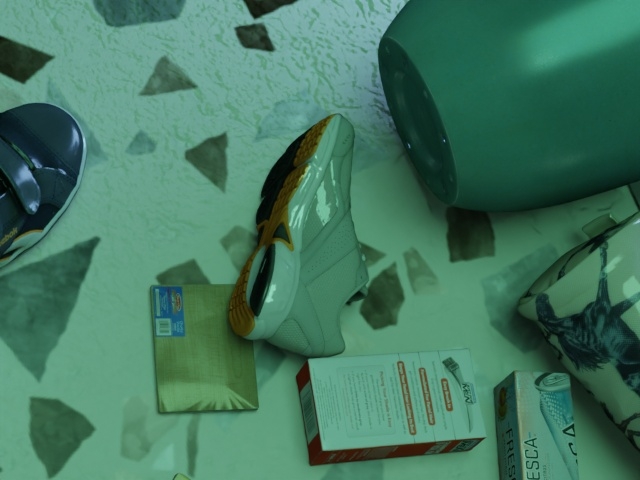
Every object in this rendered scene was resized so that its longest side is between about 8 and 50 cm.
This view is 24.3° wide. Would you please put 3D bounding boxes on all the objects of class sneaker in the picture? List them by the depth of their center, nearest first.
[{"bbox_3d":[-0.326,-0.030,1.349,0.126,0.127,0.321,39,60,4],"label":"sneaker"},{"bbox_3d":[0.000,0.000,1.463,0.121,0.099,0.262,29,62,-21],"label":"sneaker"}]

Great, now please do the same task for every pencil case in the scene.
[{"bbox_3d":[0.374,0.154,1.460,0.410,0.160,0.183,50,31,9],"label":"pencil case"}]

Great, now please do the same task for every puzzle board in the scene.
[{"bbox_3d":[-0.112,0.102,1.418,0.096,0.011,0.128,0,66,-16],"label":"puzzle board"}]

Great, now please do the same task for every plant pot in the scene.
[{"bbox_3d":[0.199,-0.161,1.485,0.235,0.293,0.293,-23,75,-10],"label":"plant pot"}]

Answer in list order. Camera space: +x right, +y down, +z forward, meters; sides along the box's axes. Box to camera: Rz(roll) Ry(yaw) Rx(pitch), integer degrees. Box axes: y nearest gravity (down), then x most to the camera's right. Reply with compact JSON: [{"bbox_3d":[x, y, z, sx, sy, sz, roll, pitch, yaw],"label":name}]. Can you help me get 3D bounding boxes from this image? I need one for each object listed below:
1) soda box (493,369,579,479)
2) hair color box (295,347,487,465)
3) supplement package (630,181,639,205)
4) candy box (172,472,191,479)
[{"bbox_3d":[0.211,0.221,1.438,0.063,0.058,0.183,5,66,-15],"label":"soda box"},{"bbox_3d":[0.067,0.159,1.424,0.167,0.053,0.093,-2,67,-16],"label":"hair color box"},{"bbox_3d":[0.435,-0.118,1.589,0.175,0.177,0.293,-15,73,-22],"label":"supplement package"},{"bbox_3d":[-0.055,0.370,1.273,0.316,0.087,0.183,36,63,2],"label":"candy box"}]
